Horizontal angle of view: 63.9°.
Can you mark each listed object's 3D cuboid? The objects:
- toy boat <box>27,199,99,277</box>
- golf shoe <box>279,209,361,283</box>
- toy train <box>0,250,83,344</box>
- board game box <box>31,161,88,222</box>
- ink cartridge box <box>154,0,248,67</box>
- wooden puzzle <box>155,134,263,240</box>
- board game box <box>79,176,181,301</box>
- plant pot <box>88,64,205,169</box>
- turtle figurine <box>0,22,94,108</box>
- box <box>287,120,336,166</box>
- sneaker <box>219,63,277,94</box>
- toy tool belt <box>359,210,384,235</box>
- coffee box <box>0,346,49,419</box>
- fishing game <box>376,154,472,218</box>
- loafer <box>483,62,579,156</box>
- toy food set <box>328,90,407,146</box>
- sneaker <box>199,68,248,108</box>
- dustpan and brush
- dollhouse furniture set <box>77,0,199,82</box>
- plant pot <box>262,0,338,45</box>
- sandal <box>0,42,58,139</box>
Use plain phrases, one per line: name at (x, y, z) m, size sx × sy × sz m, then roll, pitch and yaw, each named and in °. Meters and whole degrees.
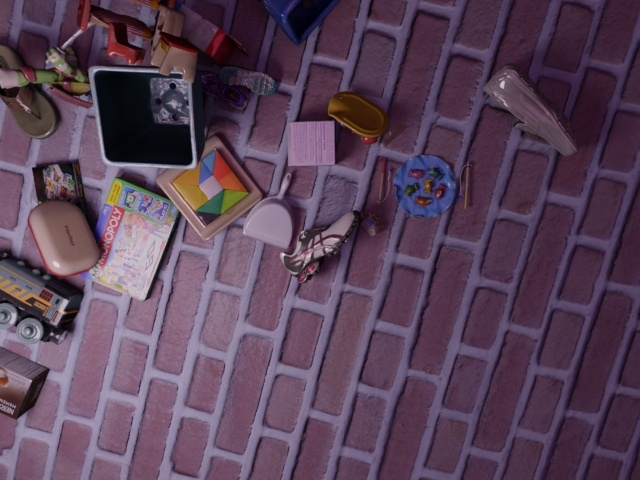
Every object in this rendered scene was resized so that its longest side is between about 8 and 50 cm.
toy boat at (-0.748, 0.002, 1.475) m, size 0.151 × 0.151 × 0.231 m, roll -28°, pitch 84°, yaw 42°
golf shoe at (0.000, 0.000, 1.472) m, size 0.120 × 0.105 × 0.273 m, roll 44°, pitch 102°, yaw -1°
toy train at (-0.881, 0.172, 1.524) m, size 0.334 × 0.142 × 0.190 m, roll 30°, pitch 84°, yaw 0°
board game box at (-0.773, -0.097, 1.537) m, size 0.136 × 0.030 × 0.259 m, roll -6°, pitch 96°, yaw 0°
ink cartridge box at (-0.321, -0.559, 1.415) m, size 0.231 × 0.134 × 0.078 m, roll 33°, pitch 96°, yaw -1°
wooden puzzle at (-0.320, -0.154, 1.485) m, size 0.221 × 0.044 × 0.238 m, roll -39°, pitch 93°, yaw -7°
board game box at (-0.563, -0.003, 1.532) m, size 0.214 × 0.046 × 0.317 m, roll 22°, pitch 97°, yaw -2°
plant pot at (-0.427, -0.350, 1.371) m, size 0.248 × 0.252 × 0.247 m, roll 3°, pitch 116°, yaw 1°
turtle figurine at (-0.731, -0.500, 1.393) m, size 0.266 × 0.274 × 0.197 m, roll -13°, pitch 53°, yaw -21°
box at (-0.024, -0.275, 1.469) m, size 0.137 × 0.072 × 0.126 m, roll -1°, pitch 96°, yaw 3°
sneaker at (-0.204, -0.466, 1.459) m, size 0.167 × 0.076 × 0.065 m, roll 13°, pitch 122°, yaw -22°
toy tool belt at (0.147, -0.058, 1.505) m, size 0.051 × 0.052 × 0.083 m, roll -41°, pitch 97°, yaw -25°
coffee box at (-0.987, 0.418, 1.566) m, size 0.247 × 0.098 × 0.141 m, roll 26°, pitch 97°, yaw -1°
fishing game at (0.302, -0.155, 1.489) m, size 0.264 × 0.041 × 0.189 m, roll 7°, pitch 94°, yaw 1°
loafer at (0.592, -0.350, 1.434) m, size 0.319 × 0.112 × 0.111 m, roll 46°, pitch 131°, yaw -4°
toy food set at (0.118, -0.328, 1.451) m, size 0.218 × 0.071 × 0.128 m, roll 36°, pitch 59°, yaw 7°
sneaker at (-0.283, -0.437, 1.460) m, size 0.170 × 0.071 × 0.068 m, roll 26°, pitch 97°, yaw 0°
dustpan and brush at (-0.126, -0.096, 1.503) m, size 0.147 × 0.060 × 0.211 m, roll 19°, pitch 107°, yaw -15°
dollhouse furniture set at (-0.414, -0.504, 1.160) m, size 0.201 × 0.374 × 0.152 m, roll 5°, pitch 117°, yaw -35°
plant pot at (-0.073, -0.699, 1.348) m, size 0.212 × 0.236 × 0.236 m, roll 45°, pitch 97°, yaw 2°
sandal at (-0.874, -0.423, 1.473) m, size 0.120 × 0.086 × 0.302 m, roll -31°, pitch 94°, yaw 5°
